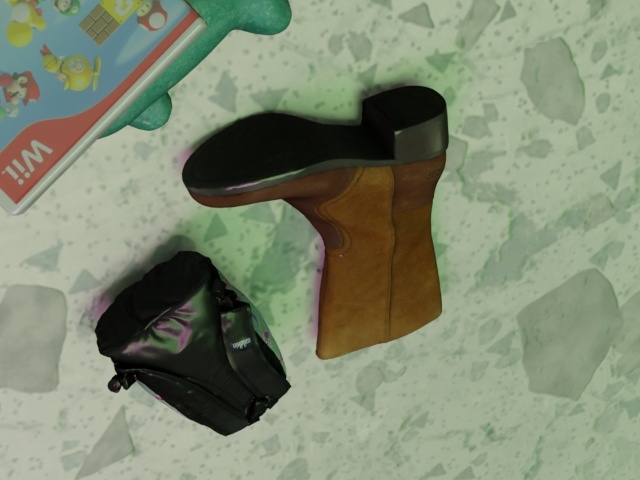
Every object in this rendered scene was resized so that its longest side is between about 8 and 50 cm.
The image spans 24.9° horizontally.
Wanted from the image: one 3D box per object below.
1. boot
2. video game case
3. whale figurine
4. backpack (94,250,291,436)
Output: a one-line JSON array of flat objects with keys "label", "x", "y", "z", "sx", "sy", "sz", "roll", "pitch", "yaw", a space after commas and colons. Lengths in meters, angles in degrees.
[{"label": "boot", "x": 0.000, "y": 0.000, "z": 1.404, "sx": 0.264, "sy": 0.096, "sz": 0.280, "roll": -21, "pitch": 135, "yaw": -22}, {"label": "video game case", "x": -0.253, "y": -0.189, "z": 1.063, "sx": 0.204, "sy": 0.025, "sz": 0.285, "roll": -45, "pitch": 89, "yaw": 6}, {"label": "whale figurine", "x": -0.142, "y": -0.174, "z": 1.162, "sx": 0.272, "sy": 0.141, "sz": 0.216, "roll": -16, "pitch": 126, "yaw": -16}, {"label": "backpack", "x": -0.109, "y": 0.099, "z": 1.375, "sx": 0.152, "sy": 0.115, "sz": 0.182, "roll": -34, "pitch": 131, "yaw": 12}]
